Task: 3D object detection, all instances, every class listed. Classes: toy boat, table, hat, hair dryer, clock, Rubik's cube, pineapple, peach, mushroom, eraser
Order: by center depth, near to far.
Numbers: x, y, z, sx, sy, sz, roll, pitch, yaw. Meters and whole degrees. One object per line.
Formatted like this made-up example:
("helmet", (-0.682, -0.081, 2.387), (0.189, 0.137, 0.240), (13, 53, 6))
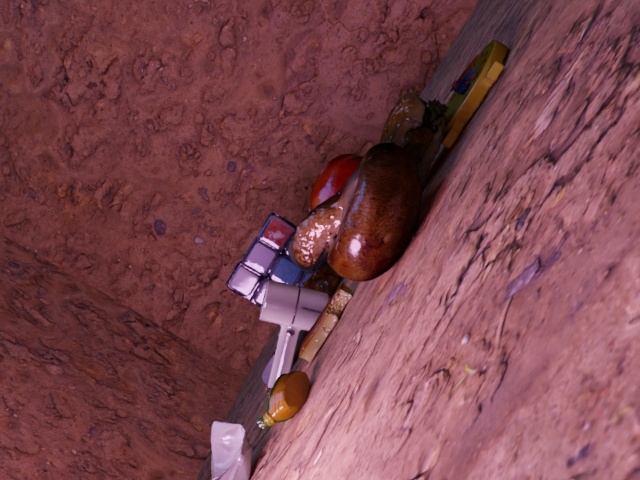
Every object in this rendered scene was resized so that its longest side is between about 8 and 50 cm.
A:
("mushroom", (0.113, -0.061, 1.460), (0.345, 0.239, 0.345), (-37, 39, 37))
("toy boat", (-0.082, 0.369, 1.555), (0.088, 0.089, 0.229), (-36, 5, 25))
("clock", (0.364, -0.377, 1.635), (0.277, 0.071, 0.293), (-59, 2, 20))
("hat", (-0.267, 0.651, 1.703), (0.258, 0.167, 0.302), (-51, -31, -53))
("hair dryer", (-0.106, 0.316, 1.978), (0.128, 0.203, 0.362), (167, 117, -83))
("peach", (0.094, -0.155, 2.234), (0.362, 0.257, 0.201), (-53, -2, -31))
("eraser", (-0.121, 0.386, 2.294), (0.174, 0.081, 0.227), (-62, 1, 32))
("table", (0.000, 0.000, 2.311), (0.220, 0.126, 0.126), (-40, -9, -32))
("pineapple", (0.001, 0.171, 2.311), (0.236, 0.114, 0.186), (-47, -9, -52))
("Rubik's cube", (-0.132, 0.115, 2.609), (0.359, 0.362, 0.363), (-62, 1, 2))

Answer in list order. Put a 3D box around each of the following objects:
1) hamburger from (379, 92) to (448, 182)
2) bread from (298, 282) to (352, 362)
("hamburger", (0.221, -0.247, 1.647), (0.211, 0.132, 0.309), (-80, 5, -46))
("bread", (0.015, 0.226, 1.791), (0.226, 0.049, 0.088), (-58, 3, 18))
